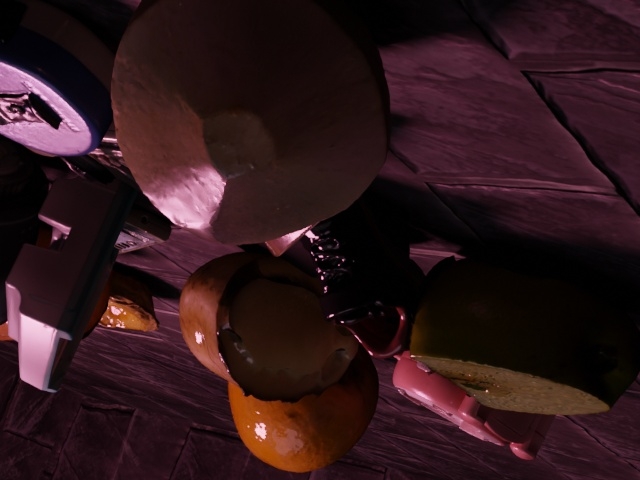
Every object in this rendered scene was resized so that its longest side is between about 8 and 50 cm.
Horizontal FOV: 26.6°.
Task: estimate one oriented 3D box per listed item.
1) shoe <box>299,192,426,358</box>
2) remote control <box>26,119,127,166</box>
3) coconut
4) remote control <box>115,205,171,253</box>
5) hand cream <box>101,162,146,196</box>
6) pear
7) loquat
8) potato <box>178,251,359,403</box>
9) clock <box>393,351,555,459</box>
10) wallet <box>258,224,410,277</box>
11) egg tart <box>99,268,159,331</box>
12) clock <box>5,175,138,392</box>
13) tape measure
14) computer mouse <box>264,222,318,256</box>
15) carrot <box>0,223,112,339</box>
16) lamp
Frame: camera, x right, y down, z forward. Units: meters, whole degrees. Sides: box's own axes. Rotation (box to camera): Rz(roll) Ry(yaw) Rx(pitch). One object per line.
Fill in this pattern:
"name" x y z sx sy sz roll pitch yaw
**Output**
"shoe" 0.031 0.038 1.645 0.114 0.137 0.291 -19 126 31
"remote control" -0.279 -0.130 1.689 0.230 0.049 0.090 8 160 27
"coconut" -0.063 -0.119 1.171 0.259 0.259 0.259 18 164 5
"remote control" -0.319 -0.017 2.135 0.098 0.038 0.233 26 162 -24
"hand cream" -0.286 -0.100 1.848 0.165 0.037 0.057 24 165 10
"pear" 0.270 0.119 1.692 0.292 0.159 0.292 15 166 4
"loquat" -0.040 0.262 2.329 0.275 0.274 0.275 18 164 5
"potato" -0.102 0.122 2.046 0.242 0.242 0.285 3 176 45
"clock" 0.229 0.222 2.142 0.241 0.142 0.227 17 167 44
"wallet" 0.000 0.000 1.815 0.149 0.044 0.250 31 161 -25
"egg tart" -0.392 0.104 2.523 0.213 0.090 0.212 16 165 4
"clock" -0.367 0.051 1.926 0.116 0.262 0.231 23 149 -4
"tape measure" -0.289 -0.141 1.514 0.215 0.098 0.351 4 152 38
"computer mouse" -0.044 -0.060 1.517 0.126 0.056 0.245 61 152 5
"carrot" -0.539 0.068 2.332 0.341 0.224 0.224 9 161 29
"lamp" -0.506 -0.014 1.906 0.205 0.374 0.272 20 137 3
